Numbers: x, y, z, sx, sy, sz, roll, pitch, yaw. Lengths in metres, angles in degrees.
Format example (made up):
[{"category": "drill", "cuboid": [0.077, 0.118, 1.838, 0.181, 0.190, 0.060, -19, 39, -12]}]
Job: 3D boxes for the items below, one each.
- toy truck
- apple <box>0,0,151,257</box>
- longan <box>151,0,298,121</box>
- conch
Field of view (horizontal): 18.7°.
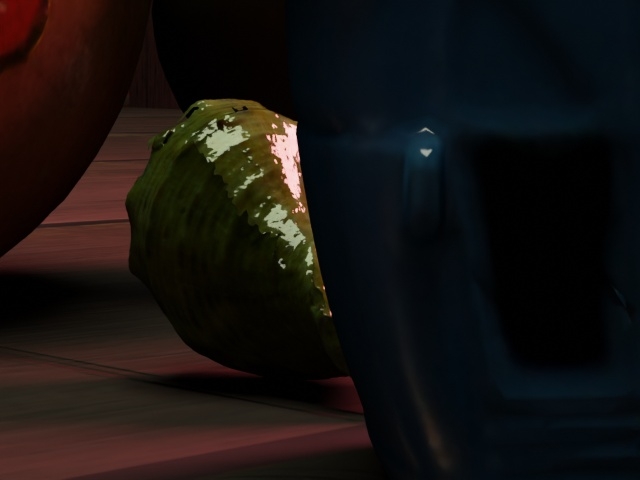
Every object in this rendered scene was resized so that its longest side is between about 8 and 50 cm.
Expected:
[{"category": "toy truck", "cuboid": [0.180, -0.027, 0.389, 0.385, 0.162, 0.161, -1, 5, -3]}, {"category": "apple", "cuboid": [-0.214, -0.134, 0.679, 0.338, 0.305, 0.338, 5, 7, -1]}, {"category": "longan", "cuboid": [0.056, -0.087, 0.760, 0.248, 0.248, 0.248, 1, 5, 0]}, {"category": "conch", "cuboid": [0.000, 0.000, 0.523, 0.089, 0.074, 0.121, -38, 45, -17]}]
